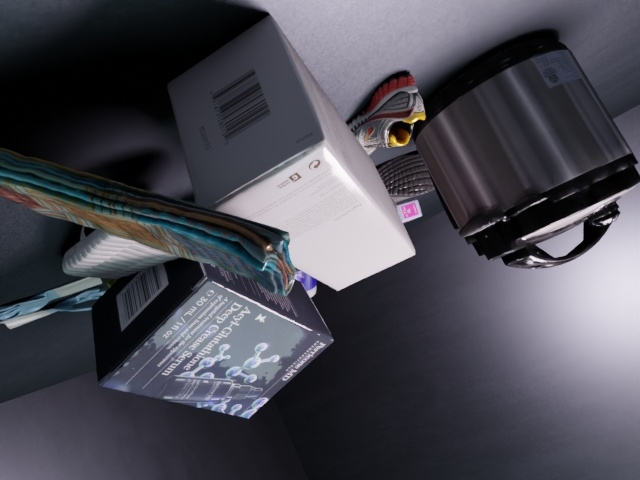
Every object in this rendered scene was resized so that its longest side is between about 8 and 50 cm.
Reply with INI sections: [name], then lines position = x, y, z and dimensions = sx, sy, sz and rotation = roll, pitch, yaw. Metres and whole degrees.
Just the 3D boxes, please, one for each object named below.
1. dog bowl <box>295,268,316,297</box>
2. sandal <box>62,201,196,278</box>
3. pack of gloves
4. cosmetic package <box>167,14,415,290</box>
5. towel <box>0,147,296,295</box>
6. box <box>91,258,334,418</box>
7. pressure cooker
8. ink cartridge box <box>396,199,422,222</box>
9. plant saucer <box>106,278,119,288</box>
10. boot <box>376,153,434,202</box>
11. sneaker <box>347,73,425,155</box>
[dog bowl]
position = -0.145, 0.123, 1.544
dimensions = 0.264, 0.104, 0.265
rotation = 2, -170, 0
[sandal]
position = -0.317, -0.018, 0.773
dimensions = 0.416, 0.102, 0.169
rotation = -17, 162, 33
[pack of gloves]
position = -0.622, 0.159, 1.072
dimensions = 0.232, 0.046, 0.195
rotation = -22, 171, -23
[cosmetic package]
position = -0.011, -0.080, 0.620
dimensions = 0.155, 0.197, 0.365
rotation = -28, 152, 13
[towel]
position = -0.209, -0.018, 0.506
dimensions = 0.370, 0.040, 0.271
rotation = 16, 168, 3
[box]
position = -0.221, 0.181, 0.986
dimensions = 0.293, 0.212, 0.395
rotation = -44, 136, 10
[pressure cooker]
position = 0.434, -0.149, 0.976
dimensions = 0.369, 0.420, 0.375
rotation = -29, 170, 16
[ink cartridge box]
position = 0.127, -0.042, 1.376
dimensions = 0.311, 0.065, 0.186
rotation = -15, 176, -26
[plant saucer]
position = -0.414, 0.067, 1.102
dimensions = 0.188, 0.045, 0.188
rotation = -21, 169, -23
[boot]
position = 0.165, -0.141, 1.331
dimensions = 0.338, 0.118, 0.223
rotation = -13, 172, -11
[sneaker]
position = 0.111, -0.202, 0.851
dimensions = 0.088, 0.093, 0.225
rotation = -21, 170, -25
